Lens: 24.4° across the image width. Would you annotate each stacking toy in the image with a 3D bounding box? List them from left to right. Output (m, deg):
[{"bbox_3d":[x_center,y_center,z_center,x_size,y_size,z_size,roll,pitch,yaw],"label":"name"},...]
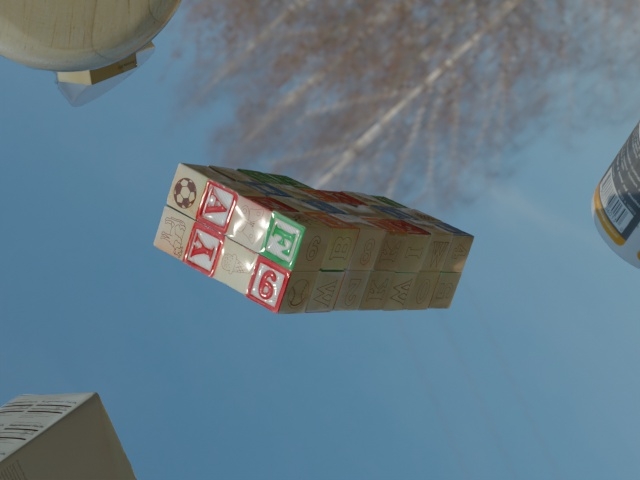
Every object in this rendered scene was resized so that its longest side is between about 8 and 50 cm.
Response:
[{"bbox_3d":[-0.151,-0.192,0.927,0.141,0.141,0.330,44,-174,-13],"label":"stacking toy"}]

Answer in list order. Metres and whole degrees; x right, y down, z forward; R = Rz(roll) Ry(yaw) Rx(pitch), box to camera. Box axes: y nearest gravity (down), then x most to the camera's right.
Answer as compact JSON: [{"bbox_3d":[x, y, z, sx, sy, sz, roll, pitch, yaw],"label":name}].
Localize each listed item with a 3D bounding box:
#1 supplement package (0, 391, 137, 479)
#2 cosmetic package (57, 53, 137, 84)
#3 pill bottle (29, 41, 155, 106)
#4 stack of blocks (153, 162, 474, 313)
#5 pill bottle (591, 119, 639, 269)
[{"bbox_3d":[-0.319,0.296,1.601,0.203,0.149,0.194,-36,-69,-43],"label":"supplement package"},{"bbox_3d":[-0.190,-0.190,1.211,0.060,0.041,0.115,-33,-56,-46],"label":"cosmetic package"},{"bbox_3d":[-0.379,-0.357,2.019,0.334,0.188,0.188,54,-159,0],"label":"pill bottle"},{"bbox_3d":[0.000,0.000,1.494,0.171,0.087,0.297,27,-166,35],"label":"stack of blocks"},{"bbox_3d":[0.430,-0.099,1.661,0.162,0.278,0.162,12,-133,-13],"label":"pill bottle"}]
